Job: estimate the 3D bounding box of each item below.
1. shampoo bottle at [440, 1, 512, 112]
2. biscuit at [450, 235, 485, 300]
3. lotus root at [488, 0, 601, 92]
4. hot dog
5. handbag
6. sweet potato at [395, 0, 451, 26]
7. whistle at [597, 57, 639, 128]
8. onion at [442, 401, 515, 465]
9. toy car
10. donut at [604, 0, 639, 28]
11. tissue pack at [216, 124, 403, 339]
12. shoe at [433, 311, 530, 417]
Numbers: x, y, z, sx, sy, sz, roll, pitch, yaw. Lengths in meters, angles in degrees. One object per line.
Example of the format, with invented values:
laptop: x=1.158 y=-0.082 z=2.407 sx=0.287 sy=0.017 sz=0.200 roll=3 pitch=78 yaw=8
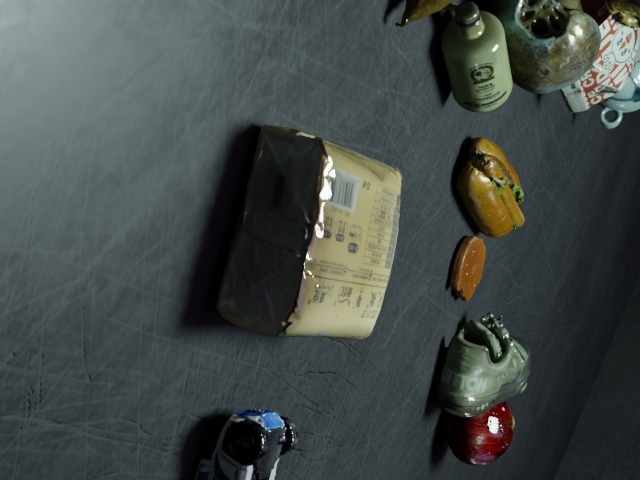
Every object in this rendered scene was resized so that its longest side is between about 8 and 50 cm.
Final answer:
shampoo bottle: x=0.190 y=-0.232 z=1.216 sx=0.079 sy=0.079 sz=0.162 roll=-65 pitch=155 yaw=-20
biscuit: x=0.229 y=0.041 z=1.540 sx=0.130 sy=0.019 sz=0.102 roll=26 pitch=80 yaw=-65
lotus root: x=0.304 y=-0.276 z=1.365 sx=0.158 sy=0.140 sz=0.322 roll=65 pitch=14 yaw=8
hot dog: x=0.262 y=-0.074 z=1.480 sx=0.100 sy=0.068 sz=0.249 roll=-68 pitch=155 yaw=-11
handbag: x=0.457 y=-0.372 z=1.644 sx=0.298 sy=0.151 sz=0.171 roll=-59 pitch=147 yaw=-13
sweet potato: x=0.153 y=-0.340 z=1.079 sx=0.269 sy=0.075 sz=0.075 roll=-69 pitch=156 yaw=-17
whistle: x=0.599 y=-0.358 z=1.927 sx=0.163 sy=0.163 sz=0.289 roll=15 pitch=92 yaw=-66
onion: x=0.266 y=0.313 z=1.671 sx=0.131 sy=0.131 sz=0.131 roll=-44 pitch=142 yaw=-48
toy car: x=-0.080 y=0.241 z=0.933 sx=0.080 sy=0.070 sz=0.170 roll=11 pitch=93 yaw=-66
donut: x=0.586 y=-0.409 z=1.554 sx=0.345 sy=0.136 sz=0.259 roll=29 pitch=88 yaw=-53
tissue pack: x=0.000 y=0.000 z=0.937 sx=0.222 sy=0.090 sz=0.186 roll=9 pitch=94 yaw=-67
shoe: x=0.290 y=0.181 z=1.642 sx=0.293 sy=0.109 sz=0.149 roll=-23 pitch=131 yaw=-55
